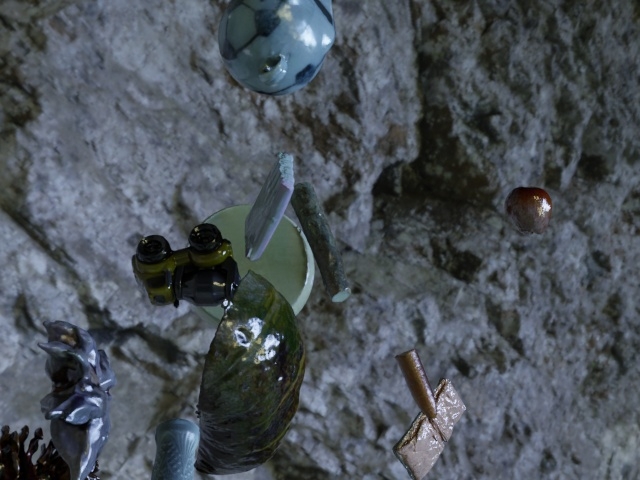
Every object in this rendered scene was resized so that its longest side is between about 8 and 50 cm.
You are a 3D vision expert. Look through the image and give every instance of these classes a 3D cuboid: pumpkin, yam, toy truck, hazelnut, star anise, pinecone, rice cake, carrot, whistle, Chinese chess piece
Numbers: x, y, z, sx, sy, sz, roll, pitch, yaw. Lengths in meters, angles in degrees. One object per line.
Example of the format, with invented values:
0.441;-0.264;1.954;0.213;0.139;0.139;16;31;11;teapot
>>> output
-0.091;0.184;0.841;0.111;0.279;0.163;20;-5;13;pumpkin
0.000;0.000;1.375;0.061;0.061;0.274;96;-23;-56;yam
-0.283;0.077;1.431;0.224;0.165;0.147;-10;-39;-7;toy truck
0.345;-0.049;1.118;0.086;0.086;0.086;24;-32;17;hazelnut
-0.248;0.165;0.702;0.061;0.181;0.204;-7;-13;-10;star anise
-0.580;0.481;1.339;0.246;0.292;0.247;0;-89;52;pinecone
-0.107;-0.069;1.377;0.037;0.189;0.198;21;-65;-16;rice cake
0.192;0.281;1.310;0.048;0.048;0.139;-43;-114;59;carrot
-0.065;-0.299;0.949;0.163;0.290;0.164;-2;-48;-2;whistle
-0.190;0.079;1.772;0.349;0.349;0.146;32;-16;5;Chinese chess piece

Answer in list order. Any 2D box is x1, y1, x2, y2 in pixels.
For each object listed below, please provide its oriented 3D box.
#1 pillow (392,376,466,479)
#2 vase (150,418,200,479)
0.260;0.437;1.563;0.043;0.232;0.126;5;-46;47;pillow
-0.234;0.392;1.051;0.096;0.219;0.096;-1;-44;-1;vase
